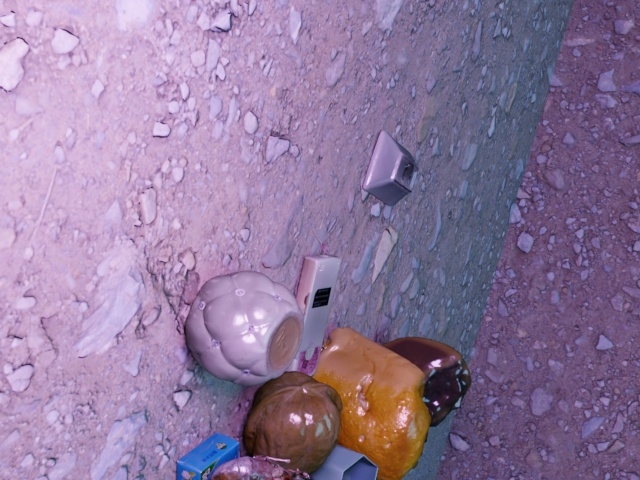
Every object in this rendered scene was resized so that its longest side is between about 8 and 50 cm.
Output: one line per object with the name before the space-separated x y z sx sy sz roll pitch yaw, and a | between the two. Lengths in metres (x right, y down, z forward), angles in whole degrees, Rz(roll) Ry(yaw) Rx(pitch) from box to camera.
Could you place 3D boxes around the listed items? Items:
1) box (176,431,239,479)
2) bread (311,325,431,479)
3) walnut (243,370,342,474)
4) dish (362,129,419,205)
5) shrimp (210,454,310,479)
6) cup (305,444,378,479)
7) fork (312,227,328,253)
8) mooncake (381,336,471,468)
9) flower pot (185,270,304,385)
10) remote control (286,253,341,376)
box | -0.258 0.560 1.628 0.139 0.073 0.194 -27 128 -55
bread | 0.124 0.480 1.987 0.250 0.394 0.360 -16 123 -41
walnut | -0.063 0.462 1.770 0.283 0.227 0.282 -13 129 -16
dish | 0.224 -0.202 2.101 0.243 0.080 0.181 22 85 -63
shrimp | -0.098 0.558 1.620 0.343 0.116 0.145 23 99 -35
cup | 0.018 0.592 1.876 0.134 0.236 0.148 15 90 -44
fork | -0.001 -0.001 1.869 0.016 0.012 0.115 -65 147 -24
mooncake | 0.309 0.515 2.305 0.246 0.394 0.393 73 2 -51
flower pot | -0.153 0.183 1.486 0.246 0.195 0.246 -40 138 -48
remote control | -0.028 0.206 1.885 0.145 0.050 0.343 0 105 -62
